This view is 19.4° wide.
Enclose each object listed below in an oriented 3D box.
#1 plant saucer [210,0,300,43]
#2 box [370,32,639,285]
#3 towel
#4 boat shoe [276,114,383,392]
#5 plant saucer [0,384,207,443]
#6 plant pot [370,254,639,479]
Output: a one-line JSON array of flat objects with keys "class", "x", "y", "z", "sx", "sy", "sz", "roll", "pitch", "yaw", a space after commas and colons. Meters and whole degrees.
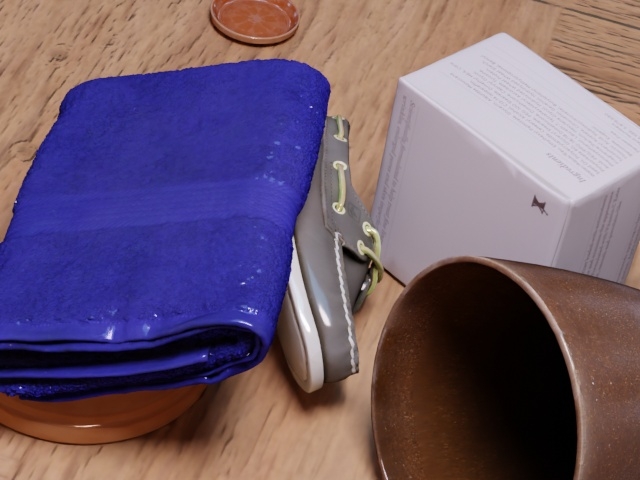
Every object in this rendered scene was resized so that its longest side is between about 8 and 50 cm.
[{"class": "plant saucer", "x": -0.061, "y": -0.206, "z": 1.730, "sx": 0.084, "sy": 0.013, "sz": 0.083, "roll": 6, "pitch": 42, "yaw": -6}, {"class": "box", "x": 0.146, "y": -0.030, "z": 1.446, "sx": 0.119, "sy": 0.181, "sz": 0.182, "roll": -26, "pitch": 53, "yaw": -35}, {"class": "towel", "x": -0.116, "y": -0.010, "z": 1.359, "sx": 0.228, "sy": 0.076, "sz": 0.308, "roll": -4, "pitch": 41, "yaw": 15}, {"class": "boat shoe", "x": 0.000, "y": -0.004, "z": 1.442, "sx": 0.091, "sy": 0.109, "sz": 0.305, "roll": -3, "pitch": 39, "yaw": -9}, {"class": "plant saucer", "x": -0.175, "y": 0.065, "z": 1.381, "sx": 0.200, "sy": 0.037, "sz": 0.200, "roll": 6, "pitch": 42, "yaw": -5}, {"class": "plant pot", "x": 0.191, "y": 0.115, "z": 1.298, "sx": 0.230, "sy": 0.215, "sz": 0.215, "roll": -1, "pitch": 40, "yaw": -35}]
